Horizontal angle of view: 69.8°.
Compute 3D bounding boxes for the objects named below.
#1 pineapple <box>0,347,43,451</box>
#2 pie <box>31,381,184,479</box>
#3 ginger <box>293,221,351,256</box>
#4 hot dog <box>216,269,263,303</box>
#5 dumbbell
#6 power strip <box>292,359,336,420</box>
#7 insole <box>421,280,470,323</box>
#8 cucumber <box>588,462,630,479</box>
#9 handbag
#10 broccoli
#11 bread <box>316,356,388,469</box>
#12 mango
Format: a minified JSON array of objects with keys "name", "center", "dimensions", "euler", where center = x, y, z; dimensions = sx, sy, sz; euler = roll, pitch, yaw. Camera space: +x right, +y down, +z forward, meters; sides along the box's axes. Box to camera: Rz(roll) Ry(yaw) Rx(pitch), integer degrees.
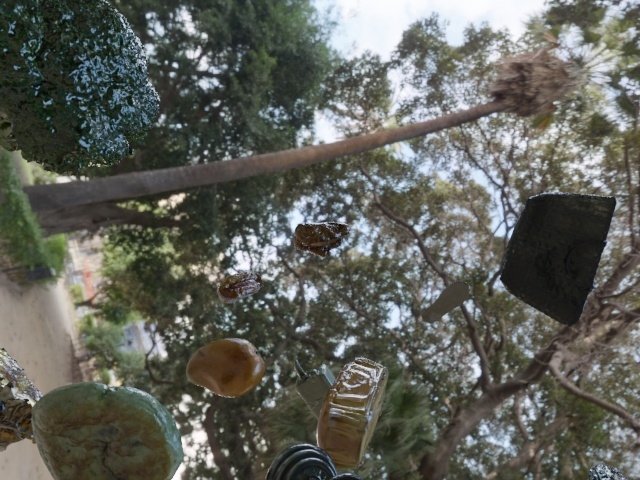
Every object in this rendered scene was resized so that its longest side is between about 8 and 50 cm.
[{"name":"pineapple","center":[-0.704,0.331,0.951],"dimensions":[0.334,0.161,0.158],"euler":[43,-22,11]},{"name":"pie","center":[-0.328,0.313,0.698],"dimensions":[0.054,0.240,0.241],"euler":[-93,-177,-67]},{"name":"ginger","center":[0.000,0.000,1.242],"dimensions":[0.103,0.162,0.073],"euler":[118,-38,-52]},{"name":"hot dog","center":[-0.263,0.149,1.504],"dimensions":[0.099,0.192,0.053],"euler":[32,-61,21]},{"name":"dumbbell","center":[0.007,0.323,0.573],"dimensions":[0.254,0.110,0.110],"euler":[-36,-111,62]},{"name":"power strip","center":[0.017,0.419,1.197],"dimensions":[0.288,0.093,0.053],"euler":[58,15,-12]},{"name":"insole","center":[0.342,0.171,1.254],"dimensions":[0.063,0.010,0.192],"euler":[35,-47,1]},{"name":"cucumber","center":[0.541,0.513,0.818],"dimensions":[0.096,0.359,0.096],"euler":[1,-87,23]},{"name":"handbag","center":[0.476,0.023,0.933],"dimensions":[0.175,0.088,0.271],"euler":[19,-85,26]},{"name":"broccoli","center":[-0.385,-0.228,0.666],"dimensions":[0.283,0.321,0.304],"euler":[-26,-86,23]},{"name":"bread","center":[0.069,0.353,0.965],"dimensions":[0.107,0.241,0.136],"euler":[10,-74,17]},{"name":"mango","center":[-0.187,0.249,0.918],"dimensions":[0.164,0.115,0.089],"euler":[10,-23,32]}]
